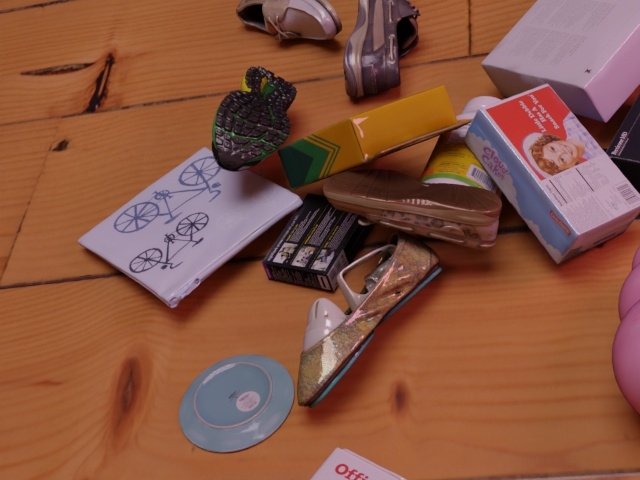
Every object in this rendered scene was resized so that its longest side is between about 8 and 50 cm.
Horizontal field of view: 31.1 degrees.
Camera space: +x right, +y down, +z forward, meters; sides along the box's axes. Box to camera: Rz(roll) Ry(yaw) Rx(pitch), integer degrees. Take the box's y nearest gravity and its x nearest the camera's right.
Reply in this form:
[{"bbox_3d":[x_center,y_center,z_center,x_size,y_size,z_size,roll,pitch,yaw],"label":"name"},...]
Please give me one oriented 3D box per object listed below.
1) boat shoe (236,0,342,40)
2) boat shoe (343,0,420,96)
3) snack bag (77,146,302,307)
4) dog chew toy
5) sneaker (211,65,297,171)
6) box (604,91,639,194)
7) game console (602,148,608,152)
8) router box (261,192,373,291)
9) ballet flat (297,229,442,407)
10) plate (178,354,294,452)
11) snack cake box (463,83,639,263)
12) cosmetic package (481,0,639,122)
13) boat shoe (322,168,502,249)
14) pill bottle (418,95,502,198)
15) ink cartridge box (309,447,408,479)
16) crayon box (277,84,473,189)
[{"bbox_3d":[-0.069,-0.472,2.441,0.103,0.113,0.302,-38,35,-17],"label":"boat shoe"},{"bbox_3d":[0.137,-0.421,2.312,0.130,0.132,0.355,6,56,12],"label":"boat shoe"},{"bbox_3d":[-0.231,-0.033,2.074,0.323,0.037,0.342,-39,39,-22],"label":"snack bag"},{"bbox_3d":[0.502,0.105,1.579,0.206,0.207,0.332,-6,36,14],"label":"dog chew toy"},{"bbox_3d":[-0.128,-0.197,2.119,0.134,0.146,0.343,27,26,-2],"label":"sneaker"},{"bbox_3d":[0.597,-0.168,1.881,0.184,0.103,0.261,16,51,28],"label":"box"},{"bbox_3d":[0.425,-0.129,1.924,0.085,0.124,0.144,-24,34,36],"label":"game console"},{"bbox_3d":[0.000,0.000,1.968,0.133,0.046,0.179,10,50,30],"label":"router box"},{"bbox_3d":[0.050,0.109,1.779,0.123,0.123,0.348,22,54,36],"label":"ballet flat"},{"bbox_3d":[-0.133,0.245,1.782,0.188,0.024,0.188,-10,42,10],"label":"plate"},{"bbox_3d":[0.367,-0.110,1.821,0.152,0.089,0.264,-23,66,-25],"label":"snack cake box"},{"bbox_3d":[0.510,-0.397,2.050,0.377,0.097,0.284,-48,31,-9],"label":"cosmetic package"},{"bbox_3d":[0.139,-0.044,1.810,0.285,0.089,0.104,12,34,16],"label":"boat shoe"},{"bbox_3d":[0.254,-0.128,1.941,0.136,0.136,0.246,6,48,25],"label":"pill bottle"},{"bbox_3d":[0.028,0.431,1.462,0.201,0.117,0.278,21,56,35],"label":"ink cartridge box"},{"bbox_3d":[0.089,-0.176,1.934,0.202,0.081,0.318,-22,3,-29],"label":"crayon box"}]
